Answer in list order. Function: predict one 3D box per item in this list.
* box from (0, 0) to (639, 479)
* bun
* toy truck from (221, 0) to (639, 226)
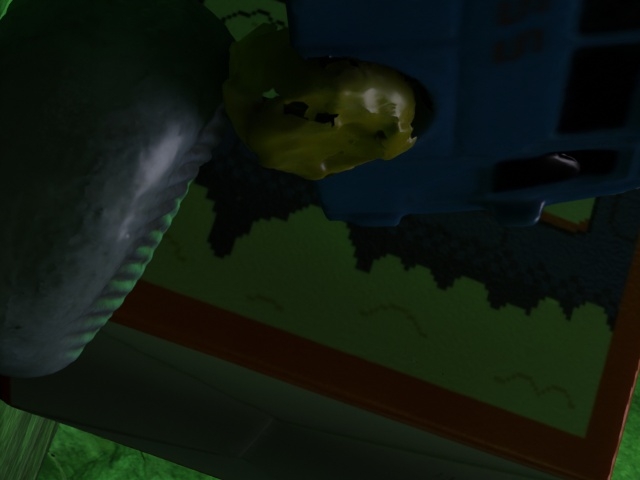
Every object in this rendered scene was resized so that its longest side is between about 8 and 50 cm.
[{"bbox_3d":[0.000,0.000,0.966,0.349,0.318,0.257,120,-12,-72],"label":"box"},{"bbox_3d":[-0.085,-0.025,0.533,0.141,0.083,0.141,-61,180,-1],"label":"bun"},{"bbox_3d":[0.047,-0.135,0.428,0.385,0.162,0.161,85,3,-65],"label":"toy truck"}]
